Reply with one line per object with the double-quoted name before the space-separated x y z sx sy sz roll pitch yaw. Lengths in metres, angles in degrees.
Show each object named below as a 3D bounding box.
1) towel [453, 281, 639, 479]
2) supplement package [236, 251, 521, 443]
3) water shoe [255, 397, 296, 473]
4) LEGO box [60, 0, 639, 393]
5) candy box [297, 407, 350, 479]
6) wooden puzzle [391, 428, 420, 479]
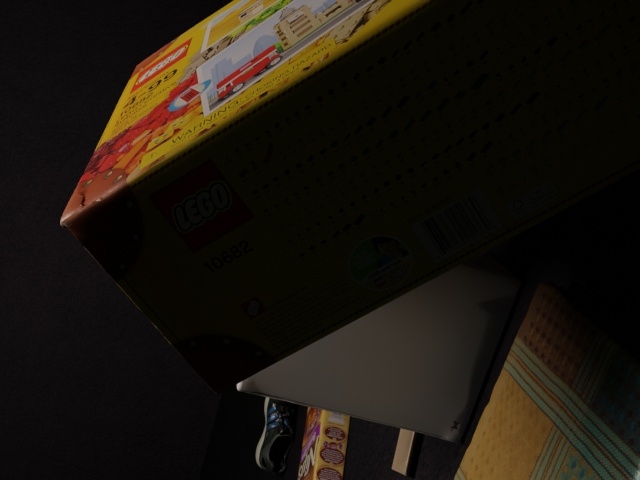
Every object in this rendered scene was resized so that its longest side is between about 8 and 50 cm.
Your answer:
"towel" 0.179 0.244 0.733 0.271 0.040 0.370 -114 43 -72
"supplement package" 0.056 0.083 0.971 0.145 0.262 0.204 -114 41 -73
"water shoe" -0.077 0.388 1.790 0.080 0.073 0.203 6 85 57
"LEGO box" 0.071 -0.150 0.726 0.500 0.193 0.372 -30 26 13
"candy box" 0.004 0.354 1.418 0.109 0.053 0.186 123 158 -56
"wooden puzzle" 0.112 0.266 1.100 0.078 0.014 0.116 172 114 -83
